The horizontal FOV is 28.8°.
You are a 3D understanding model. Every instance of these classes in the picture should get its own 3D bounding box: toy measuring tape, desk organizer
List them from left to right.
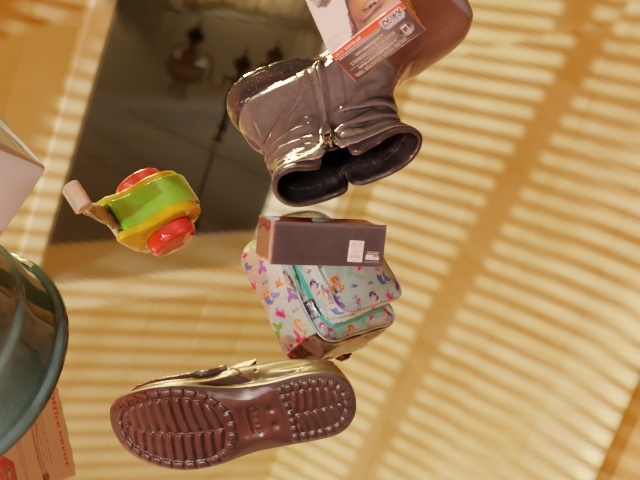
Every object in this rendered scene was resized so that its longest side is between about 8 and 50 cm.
[{"bbox_3d":[-0.231,-0.051,1.626,0.121,0.121,0.330,23,174,12],"label":"toy measuring tape"},{"bbox_3d":[0.000,0.000,1.330,0.130,0.047,0.050,2,-171,-23],"label":"desk organizer"}]

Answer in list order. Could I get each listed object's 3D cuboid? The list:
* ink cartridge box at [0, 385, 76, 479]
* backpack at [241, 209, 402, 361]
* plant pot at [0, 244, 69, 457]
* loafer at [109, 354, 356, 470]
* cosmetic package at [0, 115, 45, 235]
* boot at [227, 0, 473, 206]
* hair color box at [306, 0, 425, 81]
[{"bbox_3d":[-0.517,0.335,2.049,0.100,0.171,0.237,-14,177,18],"label":"ink cartridge box"},{"bbox_3d":[-0.004,0.066,2.135,0.225,0.191,0.253,-12,-118,-50],"label":"backpack"},{"bbox_3d":[-0.514,0.068,1.401,0.341,0.341,0.334,30,162,34],"label":"plant pot"},{"bbox_3d":[-0.124,0.247,1.832,0.366,0.133,0.130,-5,-165,7],"label":"loafer"},{"bbox_3d":[-0.474,-0.173,1.209,0.284,0.097,0.377,22,-163,-51],"label":"cosmetic package"},{"bbox_3d":[0.071,-0.164,1.464,0.222,0.338,0.118,54,174,50],"label":"boot"},{"bbox_3d":[0.038,-0.255,1.316,0.053,0.093,0.167,40,-160,-43],"label":"hair color box"}]
